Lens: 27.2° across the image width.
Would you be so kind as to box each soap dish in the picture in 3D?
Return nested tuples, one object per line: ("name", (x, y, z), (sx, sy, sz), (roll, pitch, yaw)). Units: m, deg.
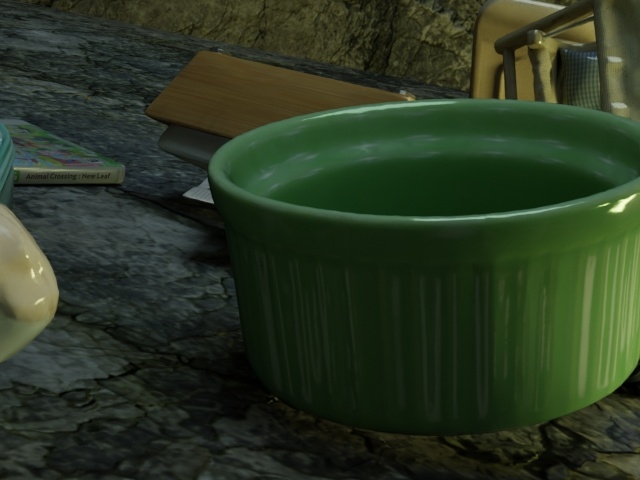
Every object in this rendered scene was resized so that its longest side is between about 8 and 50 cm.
("soap dish", (0.005, -0.095, 1.333), (0.290, 0.118, 0.229), (16, -2, 28))

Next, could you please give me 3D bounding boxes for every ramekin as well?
("ramekin", (0.080, 0.009, 0.889), (0.303, 0.148, 0.303), (-3, 19, 1))

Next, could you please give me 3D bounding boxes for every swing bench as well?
("swing bench", (0.306, -0.123, 1.304), (0.165, 0.253, 0.254), (5, -18, -21))

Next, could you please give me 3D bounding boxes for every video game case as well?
("video game case", (-0.341, -0.095, 1.370), (0.193, 0.023, 0.212), (-3, 19, -44))

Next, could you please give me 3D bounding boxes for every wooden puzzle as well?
("wooden puzzle", (0.344, -0.164, 1.613), (0.322, 0.081, 0.348), (13, -29, 10))

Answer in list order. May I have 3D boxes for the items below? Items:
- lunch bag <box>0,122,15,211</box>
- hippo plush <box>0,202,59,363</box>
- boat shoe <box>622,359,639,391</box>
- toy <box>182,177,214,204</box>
("lunch bag", (-0.323, -0.015, 0.750), (0.279, 0.108, 0.224), (10, 34, -4))
("hippo plush", (-0.258, 0.026, 0.493), (0.294, 0.234, 0.236), (10, 13, -5))
("boat shoe", (0.216, 0.027, 1.102), (0.113, 0.127, 0.340), (31, 7, -23))
("toy", (0.000, 0.000, 1.179), (0.237, 0.056, 0.137), (12, 11, 3))
